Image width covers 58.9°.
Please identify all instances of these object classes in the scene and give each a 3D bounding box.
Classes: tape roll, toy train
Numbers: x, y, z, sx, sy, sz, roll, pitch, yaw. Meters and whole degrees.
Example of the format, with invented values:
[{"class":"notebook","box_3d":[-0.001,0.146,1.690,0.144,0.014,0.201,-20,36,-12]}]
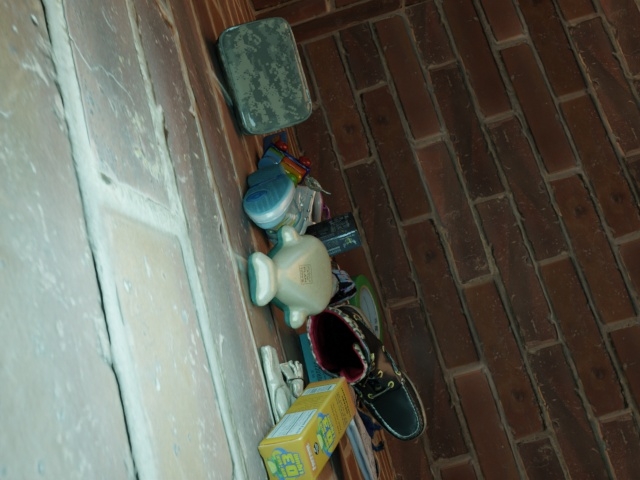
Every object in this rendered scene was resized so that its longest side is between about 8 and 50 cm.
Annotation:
[{"class":"tape roll","box_3d":[0.154,0.293,2.155,0.321,0.077,0.321,-13,90,-71]},{"class":"toy train","box_3d":[-0.077,-0.196,1.748,0.248,0.105,0.143,34,24,-5]}]

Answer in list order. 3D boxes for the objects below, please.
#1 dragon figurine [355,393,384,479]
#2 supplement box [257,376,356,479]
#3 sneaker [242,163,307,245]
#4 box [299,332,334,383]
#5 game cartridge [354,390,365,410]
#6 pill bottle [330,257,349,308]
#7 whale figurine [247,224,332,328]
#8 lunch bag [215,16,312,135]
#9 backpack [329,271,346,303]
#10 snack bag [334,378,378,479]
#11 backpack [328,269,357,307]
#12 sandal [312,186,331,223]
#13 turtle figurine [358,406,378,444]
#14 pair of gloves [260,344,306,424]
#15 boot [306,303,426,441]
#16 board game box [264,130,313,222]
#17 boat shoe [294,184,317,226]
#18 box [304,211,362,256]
[{"class":"dragon figurine","box_3d":[0.146,0.668,1.937,0.085,0.144,0.289,49,44,-85]},{"class":"supplement box","box_3d":[-0.014,0.304,0.916,0.233,0.080,0.078,-28,101,-67]},{"class":"sneaker","box_3d":[-0.095,-0.051,1.377,0.319,0.127,0.208,-96,167,-66]},{"class":"box","box_3d":[0.008,0.365,1.486,0.100,0.060,0.244,65,9,-65]},{"class":"game cartridge","box_3d":[0.151,0.634,2.418,0.198,0.062,0.297,75,0,-68]},{"class":"pill bottle","box_3d":[0.019,0.160,2.015,0.130,0.131,0.245,67,7,-56]},{"class":"whale figurine","box_3d":[-0.082,0.077,1.176,0.272,0.141,0.216,-2,85,-62]},{"class":"lunch bag","box_3d":[-0.169,-0.455,1.595,0.256,0.213,0.305,-153,-136,-72]},{"class":"backpack","box_3d":[-0.031,0.133,1.500,0.115,0.152,0.182,68,16,2]},{"class":"snack bag","box_3d":[0.086,0.450,1.525,0.342,0.037,0.323,-102,174,-57]},{"class":"backpack","box_3d":[0.026,0.148,1.846,0.158,0.173,0.116,66,8,-56]},{"class":"sandal","box_3d":[-0.003,-0.085,2.352,0.416,0.102,0.169,98,-20,-59]},{"class":"turtle figurine","box_3d":[0.168,0.667,2.123,0.175,0.118,0.234,56,23,-77]},{"class":"pair of gloves","box_3d":[-0.050,0.309,1.065,0.240,0.042,0.204,63,11,-64]},{"class":"boot","box_3d":[0.107,0.309,1.331,0.377,0.138,0.284,62,9,17]},{"class":"board game box","box_3d":[-0.114,-0.202,2.033,0.308,0.086,0.301,-100,172,-61]},{"class":"boat shoe","box_3d":[-0.047,-0.042,1.850,0.098,0.096,0.277,-117,-152,-85]},{"class":"box","box_3d":[0.000,0.000,1.681,0.183,0.233,0.059,-96,166,-71]}]
